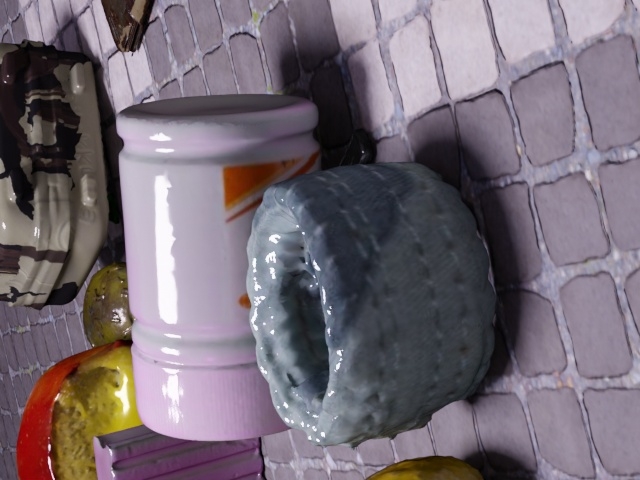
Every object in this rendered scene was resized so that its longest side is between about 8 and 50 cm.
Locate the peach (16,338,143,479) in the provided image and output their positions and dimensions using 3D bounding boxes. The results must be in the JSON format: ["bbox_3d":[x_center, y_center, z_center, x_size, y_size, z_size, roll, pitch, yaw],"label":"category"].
[{"bbox_3d":[-0.260,0.286,1.772,0.281,0.281,0.338,49,143,43],"label":"peach"}]

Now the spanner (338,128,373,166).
[{"bbox_3d":[0.000,0.000,1.412,0.093,0.026,0.325,62,148,30],"label":"spanner"}]

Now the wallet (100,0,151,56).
[{"bbox_3d":[-0.243,-0.347,1.718,0.122,0.031,0.232,66,151,25],"label":"wallet"}]

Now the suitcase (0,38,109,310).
[{"bbox_3d":[-0.418,-0.081,1.983,0.339,0.194,0.351,128,139,-54],"label":"suitcase"}]

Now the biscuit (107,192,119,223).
[{"bbox_3d":[-0.325,-0.048,2.025,0.089,0.016,0.046,5,106,62],"label":"biscuit"}]

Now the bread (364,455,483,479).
[{"bbox_3d":[0.082,0.286,1.212,0.170,0.197,0.197,59,148,20],"label":"bread"}]

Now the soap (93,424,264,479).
[{"bbox_3d":[-0.173,0.279,1.669,0.065,0.203,0.122,12,110,58],"label":"soap"}]

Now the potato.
[{"bbox_3d":[-0.279,0.106,1.896,0.251,0.113,0.149,-14,85,64],"label":"potato"}]

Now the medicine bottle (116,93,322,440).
[{"bbox_3d":[-0.095,0.020,1.351,0.202,0.202,0.315,21,116,59],"label":"medicine bottle"}]

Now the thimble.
[{"bbox_3d":[0.043,0.056,1.198,0.205,0.172,0.250,10,107,64],"label":"thimble"}]
